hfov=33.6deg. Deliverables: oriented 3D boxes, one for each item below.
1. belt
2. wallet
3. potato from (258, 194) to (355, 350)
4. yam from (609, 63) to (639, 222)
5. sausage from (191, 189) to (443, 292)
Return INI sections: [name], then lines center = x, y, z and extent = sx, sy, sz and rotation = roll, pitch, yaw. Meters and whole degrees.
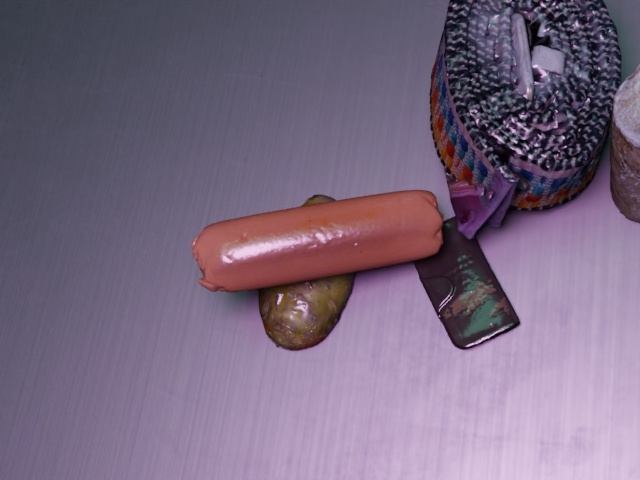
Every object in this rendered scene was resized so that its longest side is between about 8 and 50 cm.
[belt]
center = 0.232, -0.160, 1.215
extent = 0.207, 0.160, 0.295
rotation = -4, 65, -4
[wallet]
center = 0.161, 0.048, 1.216
extent = 0.082, 0.018, 0.156
rotation = -25, 62, 5
[potato]
center = -0.018, 0.031, 1.262
extent = 0.119, 0.054, 0.198
rotation = 17, 72, 26
[yam]
center = 0.360, -0.105, 1.125
extent = 0.107, 0.194, 0.107
rotation = -7, 62, 12
[sausage]
center = -0.001, 0.001, 1.200
extent = 0.289, 0.086, 0.086
rotation = -9, 63, -5
